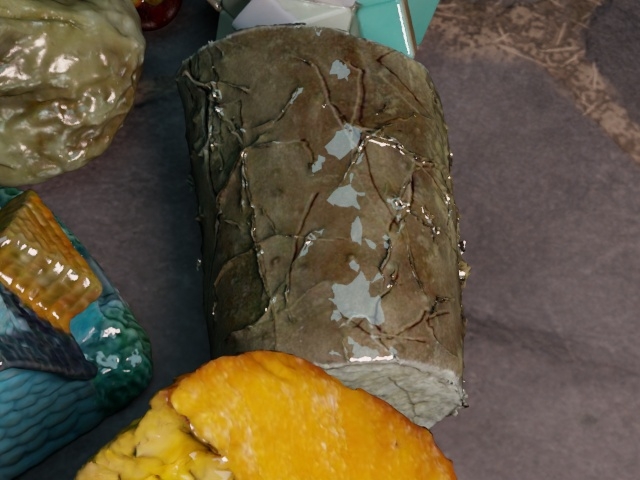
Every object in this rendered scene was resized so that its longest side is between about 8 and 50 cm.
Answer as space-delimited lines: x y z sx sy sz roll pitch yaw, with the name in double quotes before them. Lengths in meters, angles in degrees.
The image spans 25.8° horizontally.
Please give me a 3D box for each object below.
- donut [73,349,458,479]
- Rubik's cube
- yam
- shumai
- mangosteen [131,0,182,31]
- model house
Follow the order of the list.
"donut" -0.009 0.310 0.972 0.377 0.163 0.435 25 45 -39
"Rubik's cube" -0.012 -0.235 1.335 0.213 0.224 0.265 -23 61 -34
"yam" 0.000 0.000 1.194 0.241 0.241 0.348 -3 64 -6
"shumai" -0.279 -0.202 1.290 0.225 0.222 0.260 14 54 11
"mangosteen" -0.177 -0.253 1.408 0.081 0.081 0.081 2 60 -3
"model house" -0.286 0.029 1.146 0.226 0.241 0.261 -34 68 -19
